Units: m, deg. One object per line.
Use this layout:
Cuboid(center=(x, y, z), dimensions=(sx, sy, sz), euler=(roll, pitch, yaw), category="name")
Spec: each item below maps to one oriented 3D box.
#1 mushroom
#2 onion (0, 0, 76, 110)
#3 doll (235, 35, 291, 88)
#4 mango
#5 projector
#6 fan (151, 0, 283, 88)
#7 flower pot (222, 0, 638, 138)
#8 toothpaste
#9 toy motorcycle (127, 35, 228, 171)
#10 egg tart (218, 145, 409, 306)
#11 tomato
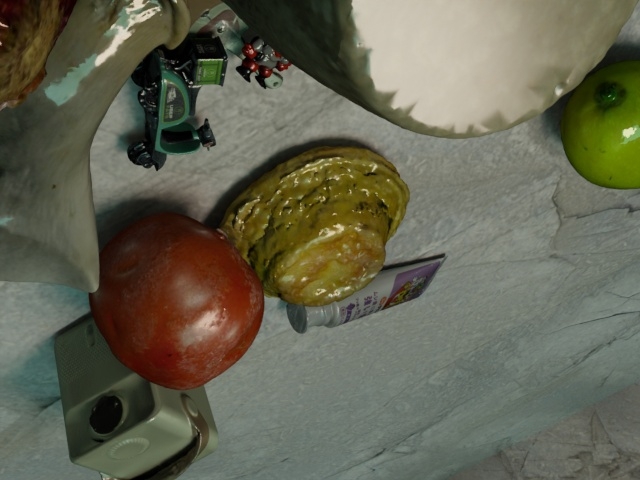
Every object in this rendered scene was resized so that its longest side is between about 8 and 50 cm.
Cuboid(center=(-0.257, -0.117, 0.716), dimensions=(0.177, 0.126, 0.397), euler=(13, 129, -24), category="mushroom")
Cuboid(center=(-0.337, -0.227, 0.433), dimensions=(0.385, 0.348, 0.348), euler=(33, 120, -11), category="onion")
Cuboid(center=(-0.024, -0.236, 0.776), dimensions=(0.169, 0.057, 0.109), euler=(-41, 150, 25), category="doll")
Cuboid(center=(0.490, -0.163, 1.090), dimensions=(0.342, 0.156, 0.192), euler=(3, 136, -35), category="mango")
Cuboid(center=(-0.263, 0.230, 1.055), dimensions=(0.163, 0.243, 0.177), euler=(-29, 145, 9), category="projector")
Cuboid(center=(-0.108, -0.224, 0.779), dimensions=(0.152, 0.008, 0.226), euler=(-35, 142, 13), category="fan")
Cuboid(center=(0.058, -0.247, 0.543), dimensions=(0.293, 0.330, 0.294), euler=(-13, 128, -17), category="flower pot")
Cuboid(center=(0.086, 0.091, 1.246), dimensions=(0.299, 0.073, 0.114), euler=(-12, 143, -31), category="toothpaste")
Cuboid(center=(-0.159, -0.142, 0.808), dimensions=(0.100, 0.058, 0.173), euler=(-7, 143, -23), category="toy motorcycle")
Cuboid(center=(0.000, 0.000, 1.027), dimensions=(0.293, 0.123, 0.294), euler=(-18, 143, -14), category="egg tart")
Cuboid(center=(-0.187, 0.080, 0.929), dimensions=(0.189, 0.232, 0.232), euler=(-54, 159, -34), category="tomato")
